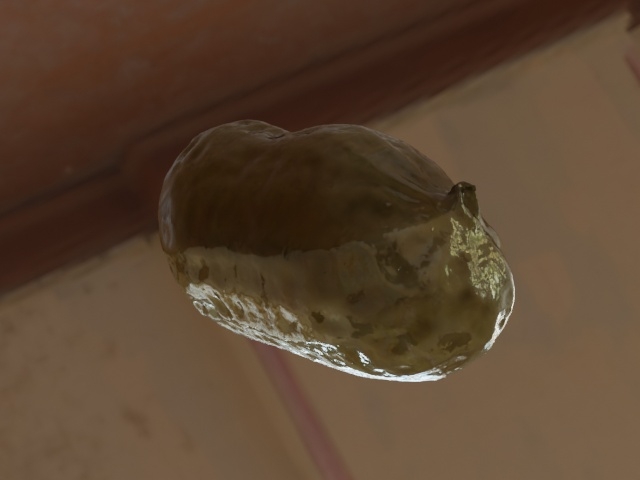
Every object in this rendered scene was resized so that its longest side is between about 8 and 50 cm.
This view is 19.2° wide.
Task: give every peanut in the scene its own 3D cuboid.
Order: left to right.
[{"bbox_3d":[0.000,0.000,1.004,0.129,0.224,0.129,-23,120,-48],"label":"peanut"}]
